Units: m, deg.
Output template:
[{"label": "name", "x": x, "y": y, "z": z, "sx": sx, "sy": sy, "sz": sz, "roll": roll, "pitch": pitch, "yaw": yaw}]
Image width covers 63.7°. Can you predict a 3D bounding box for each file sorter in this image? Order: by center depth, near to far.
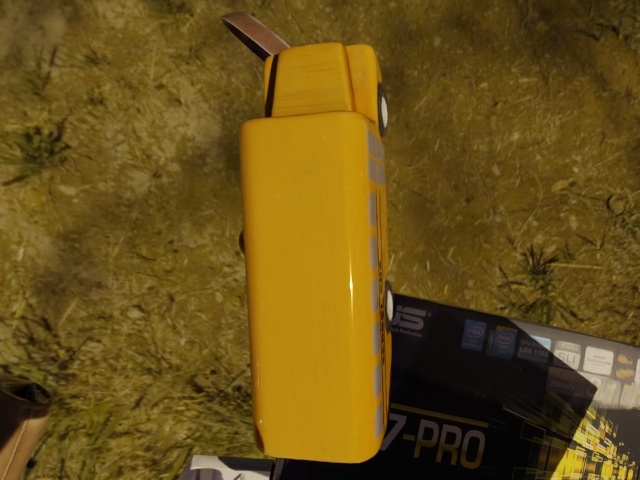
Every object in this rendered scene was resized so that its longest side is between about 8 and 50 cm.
[{"label": "file sorter", "x": -0.079, "y": 0.444, "z": 0.759, "sx": 0.277, "sy": 0.193, "sz": 0.173, "roll": 13, "pitch": 42, "yaw": -20}]

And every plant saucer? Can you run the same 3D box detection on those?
[{"label": "plant saucer", "x": -0.063, "y": -0.258, "z": 0.710, "sx": 0.168, "sy": 0.168, "sz": 0.029, "roll": 41, "pitch": 98, "yaw": 21}]

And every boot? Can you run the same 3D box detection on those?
[{"label": "boot", "x": -0.433, "y": 0.297, "z": 0.638, "sx": 0.236, "sy": 0.089, "sz": 0.269, "roll": 9, "pitch": 78, "yaw": 40}]

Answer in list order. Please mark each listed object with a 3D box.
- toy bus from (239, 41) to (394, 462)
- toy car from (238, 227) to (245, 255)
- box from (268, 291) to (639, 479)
[{"label": "toy bus", "x": 0.000, "y": 0.000, "z": 0.447, "sx": 0.108, "sy": 0.130, "sz": 0.333, "roll": -1, "pitch": 94, "yaw": 16}, {"label": "toy car", "x": -0.055, "y": -0.011, "z": 0.929, "sx": 0.182, "sy": 0.136, "sz": 0.159, "roll": -2, "pitch": 70, "yaw": -12}, {"label": "box", "x": 0.151, "y": 0.233, "z": 0.584, "sx": 0.395, "sy": 0.097, "sz": 0.318, "roll": 13, "pitch": 86, "yaw": -2}]
